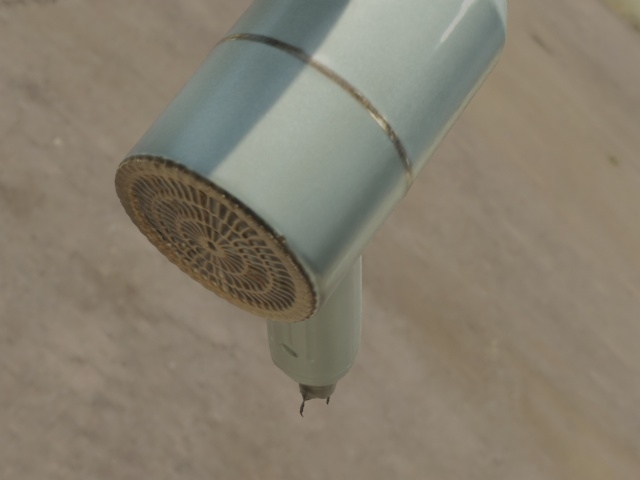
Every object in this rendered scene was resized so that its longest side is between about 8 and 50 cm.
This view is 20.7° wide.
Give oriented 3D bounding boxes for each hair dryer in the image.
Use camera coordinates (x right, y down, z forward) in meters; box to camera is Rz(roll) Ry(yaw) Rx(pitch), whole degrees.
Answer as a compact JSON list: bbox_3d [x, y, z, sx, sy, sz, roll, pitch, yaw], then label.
[{"bbox_3d":[0.000,0.000,0.881,0.107,0.173,0.357,32,-24,15],"label":"hair dryer"}]
